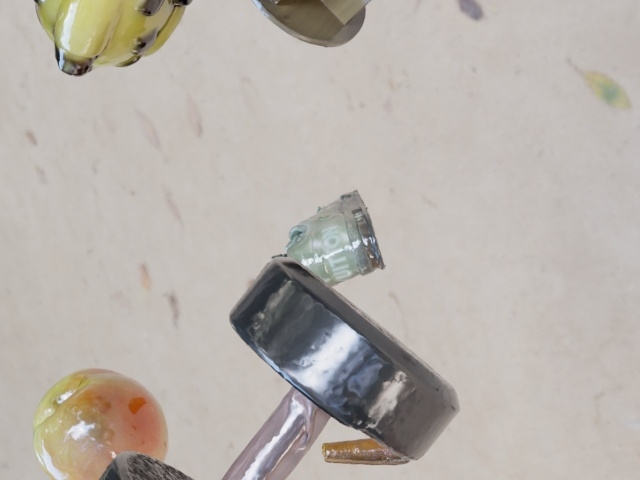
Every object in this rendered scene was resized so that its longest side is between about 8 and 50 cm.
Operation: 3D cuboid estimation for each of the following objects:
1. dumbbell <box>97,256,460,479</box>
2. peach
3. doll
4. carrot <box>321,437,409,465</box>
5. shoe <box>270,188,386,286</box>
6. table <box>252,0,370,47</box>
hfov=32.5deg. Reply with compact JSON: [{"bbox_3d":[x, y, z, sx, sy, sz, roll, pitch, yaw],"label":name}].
[{"bbox_3d":[-0.034,0.136,0.691,0.152,0.218,0.152,38,180,0],"label":"dumbbell"},{"bbox_3d":[-0.291,0.259,1.473,0.184,0.184,0.184,40,142,41],"label":"peach"},{"bbox_3d":[-0.084,-0.161,0.485,0.291,0.086,0.117,131,154,-64],"label":"doll"},{"bbox_3d":[0.084,0.367,1.913,0.055,0.162,0.055,177,90,-82],"label":"carrot"},{"bbox_3d":[0.000,0.003,1.559,0.293,0.149,0.109,-126,20,-81],"label":"shoe"},{"bbox_3d":[0.042,-0.325,1.098,0.227,0.167,0.167,-37,77,44],"label":"table"}]
